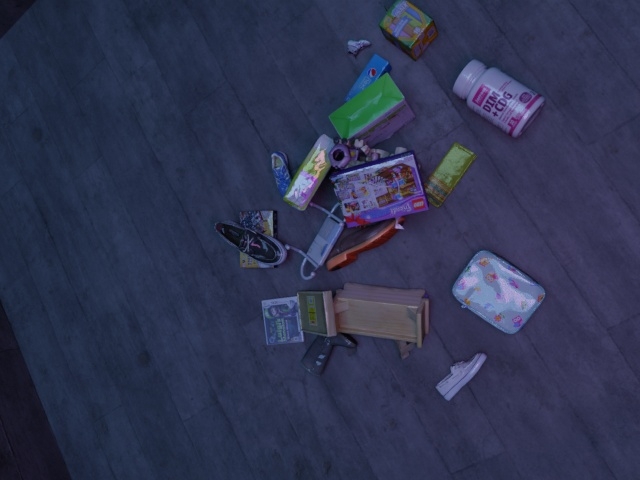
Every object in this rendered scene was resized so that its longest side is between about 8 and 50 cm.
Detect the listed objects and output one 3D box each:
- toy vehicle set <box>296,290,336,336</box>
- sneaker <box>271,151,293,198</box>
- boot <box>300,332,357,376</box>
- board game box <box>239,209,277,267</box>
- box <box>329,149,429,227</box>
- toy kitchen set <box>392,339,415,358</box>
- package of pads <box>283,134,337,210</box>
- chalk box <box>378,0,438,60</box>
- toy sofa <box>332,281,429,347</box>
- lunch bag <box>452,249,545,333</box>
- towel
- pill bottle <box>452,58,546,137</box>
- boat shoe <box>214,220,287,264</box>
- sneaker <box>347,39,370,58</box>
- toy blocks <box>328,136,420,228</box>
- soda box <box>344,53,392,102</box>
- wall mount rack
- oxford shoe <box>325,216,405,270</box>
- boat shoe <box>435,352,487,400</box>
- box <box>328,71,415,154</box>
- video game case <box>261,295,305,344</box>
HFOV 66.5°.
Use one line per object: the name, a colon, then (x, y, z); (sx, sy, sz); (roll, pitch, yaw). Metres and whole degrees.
toy vehicle set: (-0.020, 0.278, 1.900); (0.266, 0.035, 0.166); (169, 96, -65)
sneaker: (-0.164, -0.270, 2.035); (0.080, 0.081, 0.211); (-18, 85, 18)
boot: (0.032, 0.450, 1.949); (0.189, 0.076, 0.209); (28, 92, 34)
board game box: (-0.266, -0.005, 2.089); (0.164, 0.042, 0.244); (-1, 89, 21)
box: (0.200, -0.170, 1.655); (0.293, 0.057, 0.201); (-12, 114, 20)
toy kitchen set: (0.314, 0.392, 1.870); (0.068, 0.075, 0.083); (-25, 118, -17)
package of pads: (-0.036, -0.265, 1.891); (0.101, 0.229, 0.297); (30, 96, -7)
chalk box: (0.312, -0.807, 1.836); (0.213, 0.132, 0.132); (44, 103, 17)
toy sofa: (0.228, 0.277, 1.855); (0.362, 0.177, 0.150); (4, 115, 21)
lunch bag: (0.614, 0.179, 1.713); (0.279, 0.108, 0.224); (37, 104, 19)
towel: (0.472, -0.245, 1.822); (0.102, 0.021, 0.237); (38, 102, 17)
pill bottle: (0.615, -0.498, 1.697); (0.283, 0.160, 0.160); (40, 103, 17)
boat shoe: (-0.300, 0.013, 2.014); (0.335, 0.119, 0.121); (23, 97, 20)
sneaker: (0.152, -0.762, 1.949); (0.098, 0.038, 0.069); (10, 94, 30)
toy blocks: (0.189, -0.194, 1.775); (0.288, 0.309, 0.260); (12, 88, 21)
soda box: (0.187, -0.614, 1.913); (0.071, 0.067, 0.210); (39, 102, 17)
wall mount rack: (0.000, 0.000, 1.846); (0.350, 0.130, 0.304); (-61, 34, 7)
oxford shoe: (0.153, -0.019, 1.887); (0.363, 0.130, 0.133); (-31, 72, 18)
boat shoe: (0.502, 0.479, 1.762); (0.075, 0.083, 0.226); (40, 103, 16)
box: (0.200, -0.459, 1.818); (0.261, 0.231, 0.127); (-34, 77, 18)
video game case: (-0.158, 0.337, 2.052); (0.173, 0.022, 0.191); (-9, 86, 21)
